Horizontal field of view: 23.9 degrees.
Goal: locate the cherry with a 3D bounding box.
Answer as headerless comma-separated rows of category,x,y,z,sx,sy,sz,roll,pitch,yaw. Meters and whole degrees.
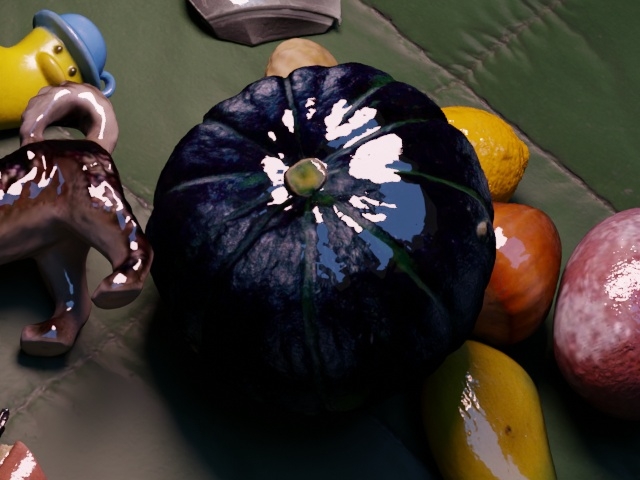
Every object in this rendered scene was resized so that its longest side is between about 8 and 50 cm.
cherry,0.375,0.082,1.716,0.285,0.213,0.236,-28,85,-53

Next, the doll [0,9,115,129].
doll,-0.394,-0.189,1.665,0.363,0.145,0.199,5,92,-32

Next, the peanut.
peanut,0.001,-0.121,1.786,0.125,0.111,0.274,-15,61,-26

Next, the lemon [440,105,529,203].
lemon,0.170,-0.091,1.819,0.187,0.142,0.142,-8,58,-23

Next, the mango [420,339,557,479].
mango,0.180,0.215,1.620,0.137,0.091,0.237,1,54,-16

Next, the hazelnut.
hazelnut,0.189,0.030,1.713,0.182,0.182,0.182,12,51,-15

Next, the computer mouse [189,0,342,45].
computer mouse,-0.065,-0.322,1.939,0.231,0.071,0.126,-10,59,-31

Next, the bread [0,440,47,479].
bread,-0.285,0.285,1.370,0.119,0.067,0.192,36,47,-8

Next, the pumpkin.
pumpkin,0.000,0.000,1.556,0.363,0.266,0.363,-3,67,7

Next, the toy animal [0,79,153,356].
toy animal,-0.358,-0.051,1.528,0.344,0.194,0.303,9,58,-21

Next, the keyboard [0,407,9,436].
keyboard,-0.346,0.259,1.352,0.017,0.087,0.250,32,48,-5
